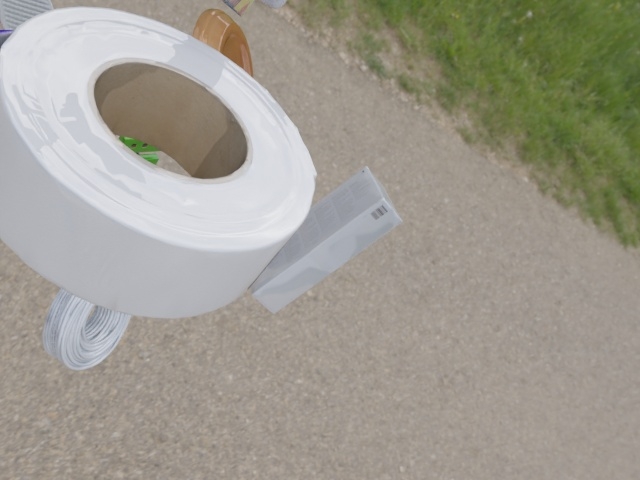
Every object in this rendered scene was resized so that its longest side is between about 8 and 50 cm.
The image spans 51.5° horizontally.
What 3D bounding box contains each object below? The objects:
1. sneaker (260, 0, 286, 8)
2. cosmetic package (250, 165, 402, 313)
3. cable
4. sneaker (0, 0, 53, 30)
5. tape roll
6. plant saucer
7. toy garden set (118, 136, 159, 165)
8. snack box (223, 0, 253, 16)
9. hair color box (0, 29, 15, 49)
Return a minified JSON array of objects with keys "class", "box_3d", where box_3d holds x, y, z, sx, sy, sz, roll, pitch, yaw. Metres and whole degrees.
[{"class":"sneaker","box_3d":[-0.003,-0.440,0.929,0.365,0.210,0.138,16,61,10]},{"class":"cosmetic package","box_3d":[0.000,0.000,0.988,0.060,0.239,0.099,45,16,-36]},{"class":"cable","box_3d":[-0.547,0.178,1.581,0.089,0.257,0.257,22,18,17]},{"class":"sneaker","box_3d":[-0.608,-0.491,1.286,0.102,0.161,0.282,-31,126,-27]},{"class":"tape roll","box_3d":[-0.147,-0.075,0.591,0.286,0.100,0.286,24,39,-21]},{"class":"plant saucer","box_3d":[-0.144,-0.251,1.019,0.200,0.037,0.200,1,90,-76]},{"class":"toy garden set","box_3d":[-0.455,-0.148,1.393,0.203,0.244,0.049,-12,62,-45]},{"class":"snack box","box_3d":[-0.067,-0.279,0.657,0.037,0.100,0.141,38,10,-9]},{"class":"hair color box","box_3d":[-0.454,-0.135,0.752,0.110,0.338,0.185,-30,122,-48]}]
